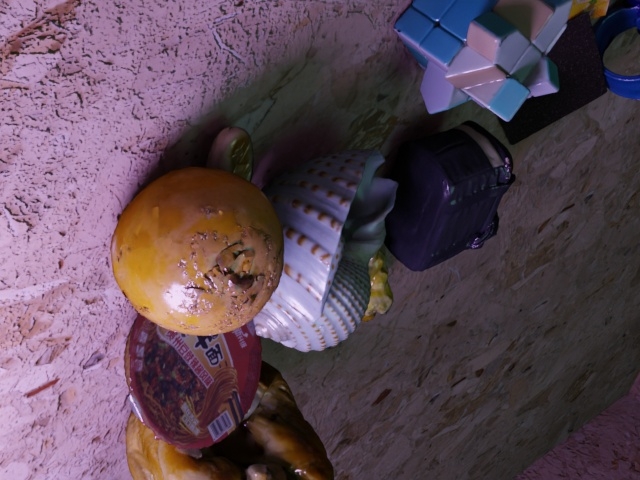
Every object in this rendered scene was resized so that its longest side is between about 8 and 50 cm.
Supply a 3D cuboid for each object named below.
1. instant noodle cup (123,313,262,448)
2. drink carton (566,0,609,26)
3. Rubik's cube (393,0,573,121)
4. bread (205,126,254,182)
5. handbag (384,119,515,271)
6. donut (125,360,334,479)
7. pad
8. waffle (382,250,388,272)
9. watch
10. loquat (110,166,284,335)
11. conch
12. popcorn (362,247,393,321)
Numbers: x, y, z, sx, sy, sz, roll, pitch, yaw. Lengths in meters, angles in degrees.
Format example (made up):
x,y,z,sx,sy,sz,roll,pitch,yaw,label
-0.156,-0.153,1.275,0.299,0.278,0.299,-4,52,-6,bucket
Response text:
x,y,z,sx,sy,sz,roll,pitch,yaw,label
-0.213,0.181,1.883,0.274,0.091,0.274,3,86,-47,instant noodle cup
0.458,-0.479,2.109,0.096,0.071,0.223,-20,144,-19,drink carton
0.253,-0.301,1.894,0.265,0.213,0.224,-50,153,3,Rubik's cube
-0.135,-0.089,1.763,0.073,0.053,0.214,-31,150,-31,bread
0.217,-0.083,2.159,0.181,0.181,0.254,-20,142,-33,handbag
-0.145,0.346,2.007,0.360,0.360,0.170,-11,148,-51,donut
0.421,-0.293,2.293,0.220,0.004,0.330,-29,154,7,pad
0.065,0.085,2.308,0.153,0.023,0.097,-43,151,-11,waffle
0.633,-0.375,2.396,0.200,0.196,0.171,-56,143,-4,watch
-0.161,0.016,1.654,0.235,0.235,0.235,-36,150,-25,loquat
-0.017,-0.001,1.885,0.303,0.215,0.319,85,20,-61,conch
0.049,0.067,2.158,0.173,0.142,0.173,-13,125,-19,popcorn
